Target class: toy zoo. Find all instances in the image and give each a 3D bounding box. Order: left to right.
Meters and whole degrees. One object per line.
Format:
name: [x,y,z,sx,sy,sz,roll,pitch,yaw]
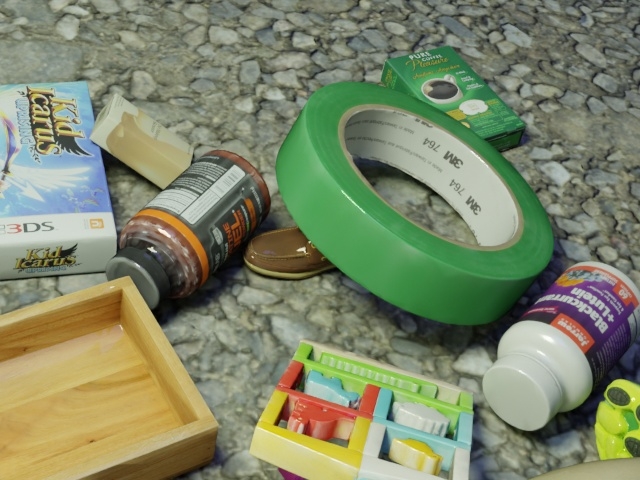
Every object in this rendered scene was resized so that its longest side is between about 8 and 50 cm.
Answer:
toy zoo: [0.046,0.175,1.105,0.192,0.030,0.293,17,15,5]

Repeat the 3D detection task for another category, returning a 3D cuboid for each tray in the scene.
tray: [-0.324,0.183,1.087,0.411,0.076,0.203,-18,53,-26]

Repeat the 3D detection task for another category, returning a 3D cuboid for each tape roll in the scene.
tape roll: [0.107,-0.048,1.329,0.321,0.077,0.321,22,33,-16]

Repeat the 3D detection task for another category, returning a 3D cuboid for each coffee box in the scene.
coffee box: [0.174,-0.183,1.573,0.113,0.040,0.184,-19,53,-28]

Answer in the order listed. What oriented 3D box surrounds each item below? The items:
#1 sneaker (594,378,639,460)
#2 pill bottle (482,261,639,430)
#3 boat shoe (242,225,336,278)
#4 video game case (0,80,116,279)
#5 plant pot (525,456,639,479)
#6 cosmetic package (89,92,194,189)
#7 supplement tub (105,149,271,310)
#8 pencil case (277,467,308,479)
sneaker: [0.402,0.247,1.181,0.295,0.109,0.123,37,24,27]
pill bottle: [0.256,0.113,1.255,0.108,0.108,0.193,35,49,20]
boat shoe: [0.000,0.000,1.342,0.178,0.060,0.064,-3,47,-15]
video game case: [-0.368,-0.072,1.333,0.244,0.061,0.269,-4,47,-17]
plant pot: [0.202,0.307,0.976,0.191,0.284,0.284,3,32,44]
cosmetic package: [-0.207,-0.113,1.380,0.115,0.041,0.060,34,30,-22]
supplement tub: [-0.146,-0.008,1.288,0.106,0.106,0.198,29,48,15]
pencil case: [0.022,0.304,1.027,0.104,0.104,0.236,-2,46,-14]
